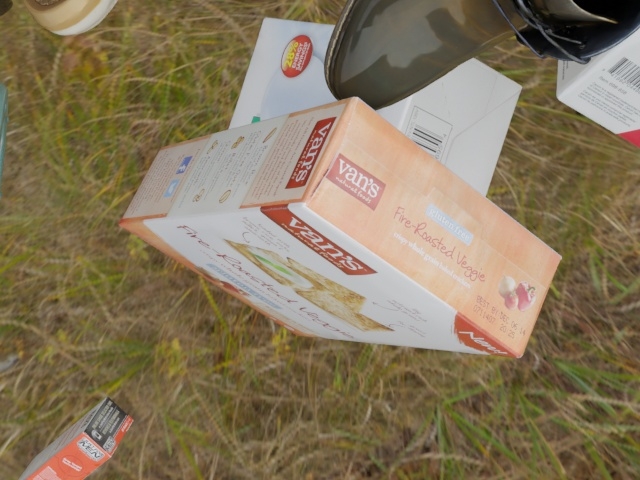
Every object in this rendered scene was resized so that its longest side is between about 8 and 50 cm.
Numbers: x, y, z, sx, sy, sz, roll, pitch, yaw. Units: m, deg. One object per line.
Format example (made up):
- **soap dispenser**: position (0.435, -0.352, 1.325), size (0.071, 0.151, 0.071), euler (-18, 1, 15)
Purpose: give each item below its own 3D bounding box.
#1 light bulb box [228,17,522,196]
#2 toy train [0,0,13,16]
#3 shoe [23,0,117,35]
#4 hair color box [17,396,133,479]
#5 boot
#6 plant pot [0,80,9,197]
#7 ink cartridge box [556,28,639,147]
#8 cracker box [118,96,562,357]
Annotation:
- **light bulb box**: position (0.045, -0.117, 1.523), size (0.225, 0.361, 0.358), euler (19, 89, -44)
- **toy train**: position (-0.363, -0.295, 0.969), size (0.142, 0.334, 0.190), euler (-39, 97, -12)
- **shoe**: position (-0.125, -0.188, 0.634), size (0.077, 0.219, 0.058), euler (-24, 129, 23)
- **hair color box**: position (-0.276, 0.240, 1.140), size (0.043, 0.072, 0.141), euler (45, 116, -10)
- **boot**: position (0.082, -0.116, 0.468), size (0.082, 0.106, 0.219), euler (36, 120, -24)
- **plant pot**: position (-0.460, -0.090, 1.100), size (0.235, 0.293, 0.293), euler (5, 104, -15)
- **ink cartridge box**: position (0.436, -0.232, 1.188), size (0.197, 0.114, 0.273), euler (26, 140, -18)
- **cracker box**: position (0.000, 0.000, 0.602), size (0.156, 0.232, 0.067), euler (34, 71, -26)
